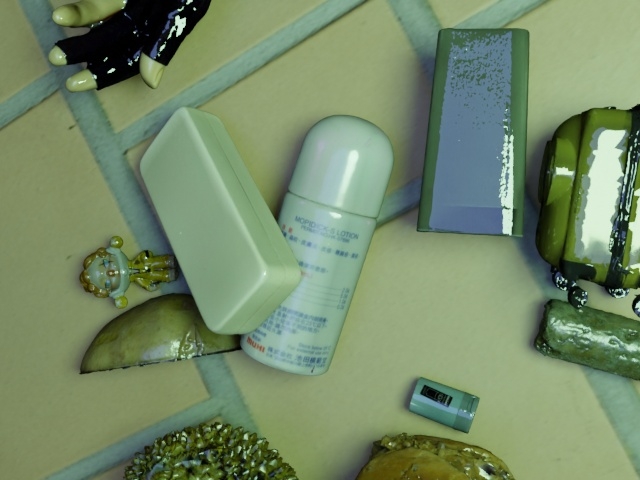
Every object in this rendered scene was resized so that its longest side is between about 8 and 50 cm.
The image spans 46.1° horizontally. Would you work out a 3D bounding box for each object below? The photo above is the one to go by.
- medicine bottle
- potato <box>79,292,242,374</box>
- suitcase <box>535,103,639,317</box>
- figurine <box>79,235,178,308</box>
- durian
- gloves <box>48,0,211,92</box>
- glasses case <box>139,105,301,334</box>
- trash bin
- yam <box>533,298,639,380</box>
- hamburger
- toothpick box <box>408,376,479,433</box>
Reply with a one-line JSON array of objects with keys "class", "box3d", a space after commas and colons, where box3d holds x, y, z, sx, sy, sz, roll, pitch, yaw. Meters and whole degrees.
[{"class": "medicine bottle", "box3d": [0.000, 0.000, 1.005, 0.130, 0.130, 0.340, 19, 99, 14]}, {"class": "potato", "box3d": [-0.255, 0.131, 1.094, 0.261, 0.120, 0.100, -10, 84, 15]}, {"class": "suitcase", "box3d": [0.330, -0.043, 0.877, 0.143, 0.194, 0.234, 8, 96, 12]}, {"class": "figurine", "box3d": [-0.288, 0.042, 1.126, 0.143, 0.068, 0.101, -28, 89, 3]}, {"class": "durian", "box3d": [-0.135, 0.377, 1.018, 0.293, 0.258, 0.258, 29, 100, 3]}, {"class": "gloves", "box3d": [-0.249, -0.323, 1.044, 0.197, 0.152, 0.301, 42, 78, 16]}, {"class": "glasses case", "box3d": [-0.142, -0.032, 1.004, 0.131, 0.070, 0.312, -47, 55, 27]}, {"class": "trash bin", "box3d": [0.196, -0.125, 0.933, 0.122, 0.164, 0.240, 4, 91, 15]}, {"class": "yam", "box3d": [0.362, 0.129, 0.941, 0.179, 0.078, 0.078, 16, 97, 11]}, {"class": "hamburger", "box3d": [0.142, 0.356, 0.950, 0.260, 0.211, 0.245, -40, 77, 19]}, {"class": "toothpick box", "box3d": [0.166, 0.221, 1.010, 0.083, 0.052, 0.052, 18, 97, 15]}]
